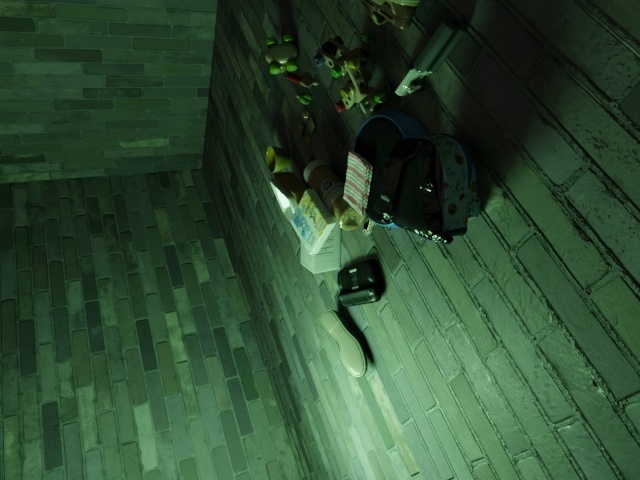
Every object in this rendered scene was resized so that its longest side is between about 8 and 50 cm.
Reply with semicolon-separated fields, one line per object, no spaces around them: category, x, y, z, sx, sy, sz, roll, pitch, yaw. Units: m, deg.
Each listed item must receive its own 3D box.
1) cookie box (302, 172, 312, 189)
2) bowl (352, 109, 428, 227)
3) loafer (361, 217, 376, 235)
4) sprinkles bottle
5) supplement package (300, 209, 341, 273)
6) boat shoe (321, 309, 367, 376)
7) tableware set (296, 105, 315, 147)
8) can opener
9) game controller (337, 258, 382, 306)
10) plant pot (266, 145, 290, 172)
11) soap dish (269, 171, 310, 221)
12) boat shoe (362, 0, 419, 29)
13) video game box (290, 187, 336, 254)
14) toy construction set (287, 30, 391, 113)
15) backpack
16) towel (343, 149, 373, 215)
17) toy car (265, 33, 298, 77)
cookie box;-0.044;-0.254;2.130;0.107;0.040;0.091;52;144;45
bowl;0.223;-0.231;1.530;0.391;0.077;0.390;33;128;58
loafer;0.176;-0.056;1.730;0.045;0.039;0.125;69;152;23
sprinkles bottle;0.054;-0.189;1.852;0.355;0.121;0.121;56;145;42
supplement package;0.000;0.000;2.011;0.139;0.134;0.243;34;128;56
boat shoe;0.121;0.433;1.982;0.112;0.096;0.335;-46;52;16
tableware set;-0.067;-0.517;2.118;0.141;0.020;0.168;64;149;28
can opener;0.292;-0.507;1.290;0.280;0.074;0.093;-46;56;60
game controller;0.152;0.175;1.858;0.319;0.067;0.166;153;120;-64
plant pot;-0.208;-0.416;2.361;0.134;0.095;0.134;171;90;-66
soap dish;-0.114;-0.182;2.133;0.291;0.118;0.228;48;162;55
boat shoe;0.180;-0.725;1.410;0.342;0.124;0.123;50;144;44
video game box;-0.035;-0.074;1.862;0.187;0.048;0.205;56;141;24
toy construction set;0.082;-0.515;1.501;0.237;0.309;0.257;42;143;47
backpack;0.299;-0.153;1.239;0.277;0.213;0.263;26;130;53
towel;0.125;-0.202;1.624;0.144;0.029;0.196;-131;39;-50
toy car;-0.170;-0.833;2.153;0.188;0.149;0.154;47;-145;-83
